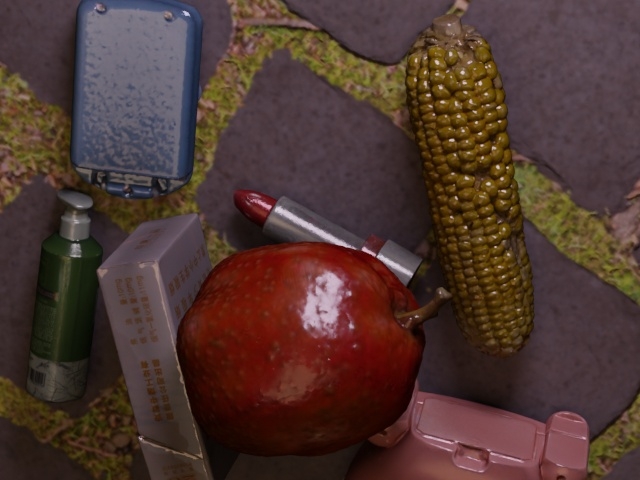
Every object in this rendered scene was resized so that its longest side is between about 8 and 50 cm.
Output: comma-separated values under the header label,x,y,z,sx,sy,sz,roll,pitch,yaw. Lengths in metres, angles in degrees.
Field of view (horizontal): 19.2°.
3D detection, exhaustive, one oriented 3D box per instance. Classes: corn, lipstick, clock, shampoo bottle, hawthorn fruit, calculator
label,x,y,z,sx,sy,sz,roll,pitch,yaw
corn,0.138,-0.046,1.714,0.097,0.097,0.320,-8,108,12
lipstick,0.000,-0.001,1.773,0.186,0.057,0.063,30,117,5
clock,0.124,0.272,1.794,0.227,0.142,0.241,15,113,5
shampoo bottle,-0.246,0.052,1.828,0.065,0.065,0.204,11,109,6
hawthorn fruit,0.002,0.091,1.667,0.253,0.205,0.205,-13,105,26
calculator,-0.172,-0.139,1.764,0.121,0.039,0.210,6,108,6

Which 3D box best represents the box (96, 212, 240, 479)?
label,x,y,z,sx,sy,sz,roll,pitch,yaw
box,-0.133,0.107,1.778,0.067,0.149,0.233,-9,106,17
